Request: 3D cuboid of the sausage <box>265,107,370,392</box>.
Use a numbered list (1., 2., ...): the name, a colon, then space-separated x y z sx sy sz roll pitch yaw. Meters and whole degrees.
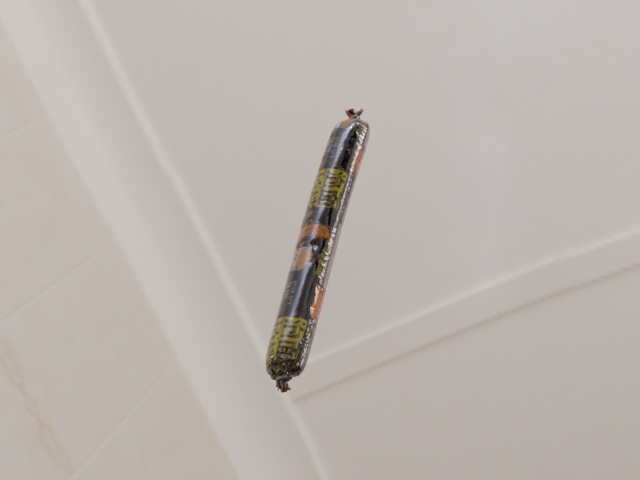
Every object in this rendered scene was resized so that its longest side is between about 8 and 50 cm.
1. sausage: 0.000 0.000 0.753 0.025 0.198 0.028 24 -32 -14
